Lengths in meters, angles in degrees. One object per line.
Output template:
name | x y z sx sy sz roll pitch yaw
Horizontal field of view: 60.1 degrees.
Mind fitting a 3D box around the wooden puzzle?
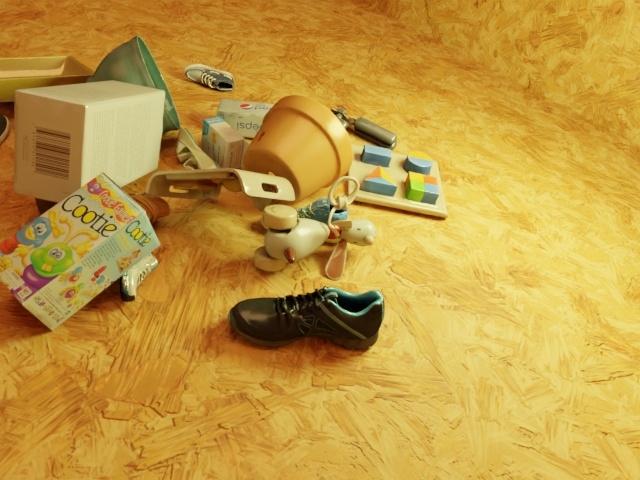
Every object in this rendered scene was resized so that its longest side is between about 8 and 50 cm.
wooden puzzle | 0.250 -0.219 1.807 0.322 0.080 0.347 10 38 -6

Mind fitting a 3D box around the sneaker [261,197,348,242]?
sneaker | -0.034 -0.071 1.487 0.240 0.126 0.091 8 38 -10

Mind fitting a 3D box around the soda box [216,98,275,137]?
soda box | -0.198 -0.401 1.852 0.286 0.091 0.098 5 38 -3

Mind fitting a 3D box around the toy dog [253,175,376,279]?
toy dog | 0.000 0.000 1.359 0.334 0.220 0.161 -22 37 -14

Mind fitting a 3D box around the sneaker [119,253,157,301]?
sneaker | -0.408 0.062 1.243 0.083 0.071 0.190 5 39 -22

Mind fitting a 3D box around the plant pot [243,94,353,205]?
plant pot | -0.081 -0.236 1.578 0.291 0.290 0.203 29 56 17

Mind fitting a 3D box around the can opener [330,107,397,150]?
can opener | 0.139 -0.396 2.018 0.283 0.076 0.095 31 72 18

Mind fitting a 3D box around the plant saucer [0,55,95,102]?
plant saucer | -0.907 -0.505 1.730 0.333 0.081 0.333 -15 32 -33

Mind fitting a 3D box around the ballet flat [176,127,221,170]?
ballet flat | -0.380 -0.249 1.639 0.086 0.086 0.248 -18 49 -35

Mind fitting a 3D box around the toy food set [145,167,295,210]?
toy food set | -0.247 -0.120 1.380 0.306 0.092 0.220 1 1 28

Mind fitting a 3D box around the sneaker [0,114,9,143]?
sneaker | -0.940 -0.310 1.461 0.105 0.146 0.295 17 36 6

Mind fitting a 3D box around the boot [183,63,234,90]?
boot | -0.416 -0.609 2.075 0.190 0.069 0.086 3 37 -19

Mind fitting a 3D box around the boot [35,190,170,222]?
boot | -0.537 -0.093 1.367 0.284 0.109 0.220 18 27 26

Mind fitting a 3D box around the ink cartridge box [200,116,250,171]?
ink cartridge box | -0.290 -0.286 1.686 0.062 0.104 0.181 -21 50 -37

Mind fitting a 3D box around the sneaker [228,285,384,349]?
sneaker | -0.027 0.149 1.203 0.341 0.139 0.125 3 41 -13

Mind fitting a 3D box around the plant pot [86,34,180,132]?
plant pot | -0.576 -0.441 1.674 0.196 0.293 0.293 -21 45 -2

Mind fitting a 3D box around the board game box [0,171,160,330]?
board game box | -0.489 0.020 1.114 0.142 0.144 0.275 40 67 18

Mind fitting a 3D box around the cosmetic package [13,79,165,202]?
cosmetic package | -0.544 -0.257 1.358 0.162 0.230 0.453 12 18 2
